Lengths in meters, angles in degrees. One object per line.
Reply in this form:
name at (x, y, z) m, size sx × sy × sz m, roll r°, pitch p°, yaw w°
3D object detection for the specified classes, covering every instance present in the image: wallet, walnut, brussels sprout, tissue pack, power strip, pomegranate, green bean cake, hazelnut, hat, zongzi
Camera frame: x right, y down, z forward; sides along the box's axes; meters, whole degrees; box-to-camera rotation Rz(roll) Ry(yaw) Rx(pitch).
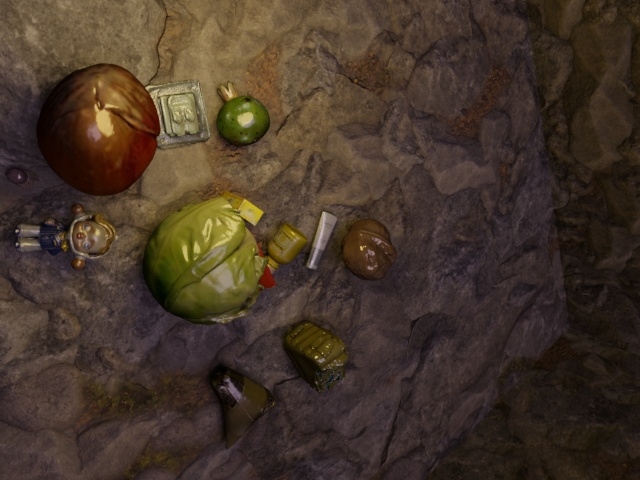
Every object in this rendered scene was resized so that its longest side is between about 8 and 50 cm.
wallet at (-0.272, 0.107, 1.910) m, size 0.142 × 0.045 × 0.204 m, roll -12°, pitch 119°, yaw 15°
walnut at (0.206, 0.041, 2.145) m, size 0.273 × 0.227 × 0.273 m, roll -14°, pitch 115°, yaw -34°
brussels sprout at (-0.402, 0.094, 1.667) m, size 0.361 × 0.342 × 0.425 m, roll -31°, pitch 109°, yaw -30°
tissue pack at (-0.293, -0.119, 1.779) m, size 0.095 × 0.176 × 0.062 m, roll 37°, pitch 81°, yaw -36°
power strip at (-0.466, -0.417, 1.633) m, size 0.198 × 0.064 × 0.213 m, roll -22°, pitch 115°, yaw -30°
pomegranate at (-0.280, -0.439, 1.700) m, size 0.187 × 0.187 × 0.225 m, roll -25°, pitch 88°, yaw -26°
green bean cake at (0.018, 0.514, 2.137) m, size 0.202 × 0.285 × 0.310 m, roll -36°, pitch 124°, yaw -26°
hazelnut at (-0.623, -0.312, 1.384) m, size 0.315 × 0.372 × 0.372 m, roll 9°, pitch 100°, yaw -15°
hat at (-0.872, -0.182, 1.441) m, size 0.087 × 0.042 × 0.058 m, roll 34°, pitch 85°, yaw -37°
zongzi at (-0.383, 0.696, 2.010) m, size 0.289 × 0.154 × 0.317 m, roll 39°, pitch 87°, yaw -29°

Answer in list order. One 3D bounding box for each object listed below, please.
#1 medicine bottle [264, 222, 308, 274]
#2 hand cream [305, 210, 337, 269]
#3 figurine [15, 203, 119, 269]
medicine bottle at (-0.159, 0.044, 1.962) m, size 0.122 × 0.122 × 0.212 m, roll 35°, pitch 99°, yaw -37°
hand cream at (0.000, 0.000, 2.101) m, size 0.079 × 0.048 × 0.255 m, roll 19°, pitch 93°, yaw -36°
figurine at (-0.779, 0.001, 1.520) m, size 0.274 × 0.133 × 0.193 m, roll -24°, pitch 94°, yaw -20°
